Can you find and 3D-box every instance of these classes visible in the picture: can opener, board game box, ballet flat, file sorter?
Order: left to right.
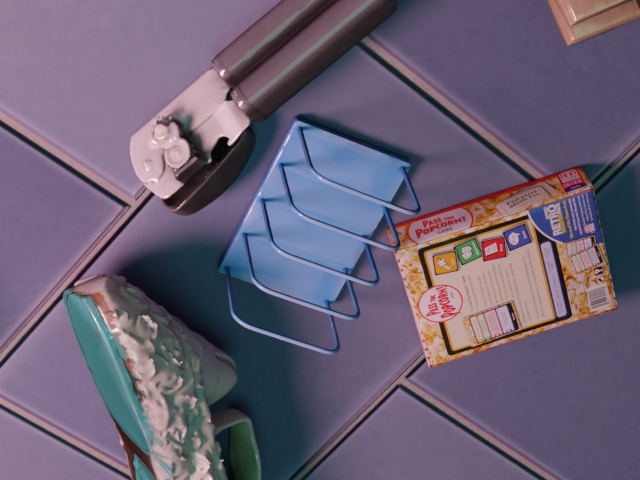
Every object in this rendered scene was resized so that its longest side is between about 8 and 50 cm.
[{"bbox_3d":[-0.134,0.176,1.380,0.147,0.147,0.409,-12,125,-2],"label":"ballet flat"},{"bbox_3d":[-0.051,-0.136,1.232,0.280,0.074,0.093,-41,153,17],"label":"can opener"},{"bbox_3d":[0.000,0.000,1.291,0.118,0.104,0.170,19,115,-20],"label":"file sorter"},{"bbox_3d":[0.175,0.027,1.369,0.193,0.045,0.146,-17,122,1],"label":"board game box"}]

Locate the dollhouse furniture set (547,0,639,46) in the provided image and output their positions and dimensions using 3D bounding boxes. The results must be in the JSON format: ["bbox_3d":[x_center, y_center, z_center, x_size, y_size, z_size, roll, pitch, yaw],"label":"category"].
[{"bbox_3d":[0.303,-0.365,1.009,0.394,0.362,0.256,-22,79,5],"label":"dollhouse furniture set"}]
